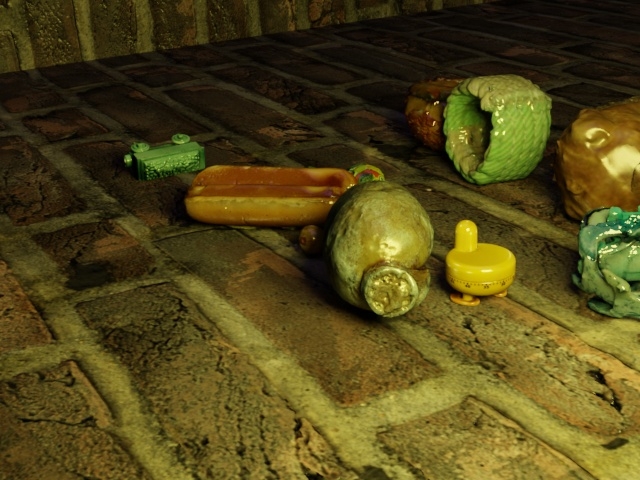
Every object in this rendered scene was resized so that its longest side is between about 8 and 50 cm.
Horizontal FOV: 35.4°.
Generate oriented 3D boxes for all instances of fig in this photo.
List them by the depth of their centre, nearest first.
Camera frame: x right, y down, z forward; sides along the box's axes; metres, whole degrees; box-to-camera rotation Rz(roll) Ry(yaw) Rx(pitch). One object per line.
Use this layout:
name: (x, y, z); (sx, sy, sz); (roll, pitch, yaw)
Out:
fig: (0.000, 0.000, 1.688); (0.083, 0.050, 0.050); (2, 14, -40)

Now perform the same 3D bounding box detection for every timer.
timer: (0.235, 0.031, 1.485); (0.107, 0.109, 0.107); (-2, 22, 1)

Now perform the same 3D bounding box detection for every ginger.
ginger: (0.521, -0.134, 1.735); (0.223, 0.200, 0.269); (15, 32, 27)

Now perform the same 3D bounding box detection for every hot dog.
hot dog: (-0.079, -0.071, 1.799); (0.337, 0.100, 0.135); (2, 31, 14)

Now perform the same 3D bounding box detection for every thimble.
thimble: (0.346, -0.222, 1.954); (0.150, 0.219, 0.219); (-9, 23, -21)

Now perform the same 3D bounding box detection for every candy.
candy: (0.033, -0.119, 1.963); (0.091, 0.083, 0.305); (-29, 21, -17)

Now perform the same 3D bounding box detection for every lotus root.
lotus root: (0.082, -0.005, 1.521); (0.175, 0.175, 0.349); (-3, 19, -1)

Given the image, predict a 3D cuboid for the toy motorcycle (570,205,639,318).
toy motorcycle: (0.493, 0.033, 1.427); (0.260, 0.154, 0.206); (6, 46, 11)

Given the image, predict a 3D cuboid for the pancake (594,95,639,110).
pancake: (0.748, -0.239, 2.126); (0.386, 0.082, 0.387); (-1, 18, 0)

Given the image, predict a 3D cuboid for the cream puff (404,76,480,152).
cream puff: (0.291, -0.272, 2.169); (0.240, 0.164, 0.240); (8, 14, -2)

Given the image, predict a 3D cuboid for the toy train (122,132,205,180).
toy train: (-0.329, -0.174, 2.130); (0.172, 0.070, 0.099); (-15, 35, -26)
